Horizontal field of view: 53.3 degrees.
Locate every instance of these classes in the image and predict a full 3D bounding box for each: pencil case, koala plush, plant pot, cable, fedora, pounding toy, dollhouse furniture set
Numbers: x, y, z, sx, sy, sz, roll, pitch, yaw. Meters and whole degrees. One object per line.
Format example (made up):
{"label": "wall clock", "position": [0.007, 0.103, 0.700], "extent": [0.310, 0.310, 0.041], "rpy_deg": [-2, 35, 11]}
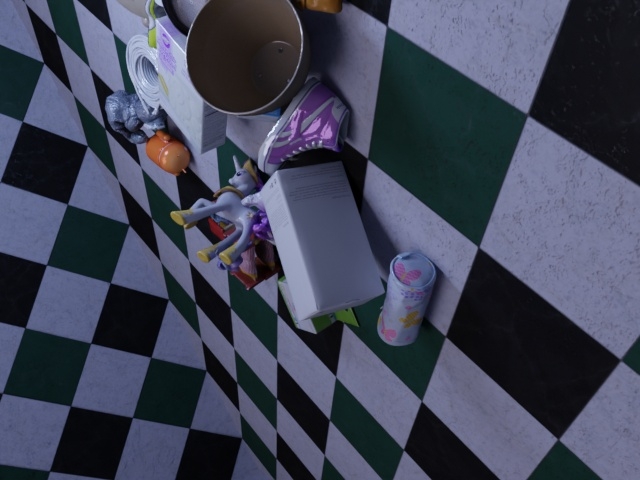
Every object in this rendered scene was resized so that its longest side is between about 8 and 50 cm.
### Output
{"label": "pencil case", "position": [0.213, 0.151, 1.607], "extent": [0.273, 0.114, 0.124], "rpy_deg": [96, 165, -50]}
{"label": "koala plush", "position": [-0.651, -0.473, 2.350], "extent": [0.221, 0.203, 0.196], "rpy_deg": [4, 79, 30]}
{"label": "plant pot", "position": [-0.137, -0.413, 1.463], "extent": [0.284, 0.284, 0.191], "rpy_deg": [53, -164, 12]}
{"label": "cable", "position": [-0.560, -0.578, 2.174], "extent": [0.257, 0.089, 0.257], "rpy_deg": [-18, 100, 51]}
{"label": "fedora", "position": [-0.244, -0.594, 1.485], "extent": [0.124, 0.244, 0.275], "rpy_deg": [31, 112, 32]}
{"label": "pounding toy", "position": [-0.551, -0.783, 2.001], "extent": [0.183, 0.110, 0.237], "rpy_deg": [15, 160, 40]}
{"label": "dollhouse furniture set", "position": [-0.310, -0.017, 2.272], "extent": [0.374, 0.152, 0.201], "rpy_deg": [36, 145, 37]}

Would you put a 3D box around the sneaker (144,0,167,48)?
{"label": "sneaker", "position": [-0.442, -0.667, 1.891], "extent": [0.121, 0.111, 0.300], "rpy_deg": [18, 159, -4]}

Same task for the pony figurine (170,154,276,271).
{"label": "pony figurine", "position": [-0.220, -0.070, 1.933], "extent": [0.351, 0.363, 0.303], "rpy_deg": [40, 143, 3]}

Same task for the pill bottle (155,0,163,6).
{"label": "pill bottle", "position": [-0.365, -0.745, 1.602], "extent": [0.160, 0.160, 0.283], "rpy_deg": [39, 141, 34]}

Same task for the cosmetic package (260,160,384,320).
{"label": "cosmetic package", "position": [0.000, 0.000, 1.625], "extent": [0.155, 0.197, 0.365], "rpy_deg": [-37, 66, 63]}

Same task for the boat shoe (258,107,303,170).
{"label": "boat shoe", "position": [-0.090, -0.255, 1.726], "extent": [0.092, 0.103, 0.285], "rpy_deg": [58, 147, 13]}

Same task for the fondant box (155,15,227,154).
{"label": "fondant box", "position": [-0.363, -0.440, 1.809], "extent": [0.238, 0.096, 0.330], "rpy_deg": [50, 151, 18]}

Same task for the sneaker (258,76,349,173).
{"label": "sneaker", "position": [-0.037, -0.238, 1.561], "extent": [0.161, 0.102, 0.282], "rpy_deg": [41, 125, 4]}

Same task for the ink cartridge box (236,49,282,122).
{"label": "ink cartridge box", "position": [-0.149, -0.398, 1.608], "extent": [0.061, 0.104, 0.181], "rpy_deg": [159, 117, -76]}

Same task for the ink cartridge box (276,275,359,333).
{"label": "ink cartridge box", "position": [-0.012, 0.201, 2.052], "extent": [0.255, 0.097, 0.188], "rpy_deg": [7, 123, 58]}

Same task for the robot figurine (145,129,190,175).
{"label": "robot figurine", "position": [-0.584, -0.334, 2.448], "extent": [0.219, 0.128, 0.158], "rpy_deg": [36, 109, 38]}

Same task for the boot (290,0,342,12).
{"label": "boot", "position": [-0.066, -0.603, 1.332], "extent": [0.295, 0.104, 0.211], "rpy_deg": [37, 145, 29]}
